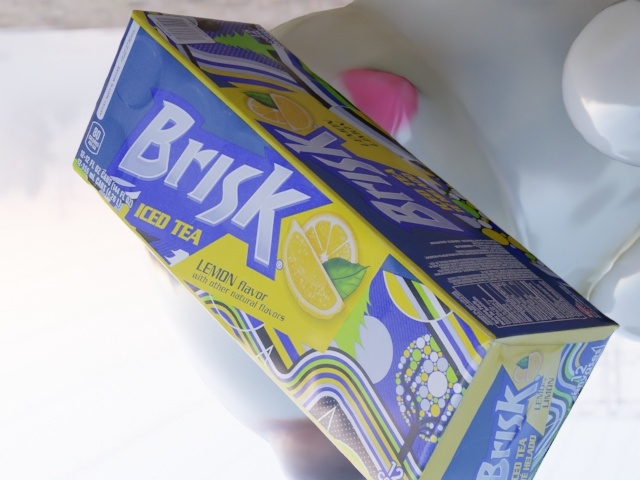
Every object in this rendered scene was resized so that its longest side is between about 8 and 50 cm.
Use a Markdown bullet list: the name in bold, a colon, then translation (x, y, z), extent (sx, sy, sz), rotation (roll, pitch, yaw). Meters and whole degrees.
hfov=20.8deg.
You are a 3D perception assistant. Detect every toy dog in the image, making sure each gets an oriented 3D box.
- **toy dog**: translation (0.105, -0.058, 0.831), extent (0.408, 0.284, 0.395), rotation (-25, 167, -17)

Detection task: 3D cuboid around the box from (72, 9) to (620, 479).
- **box**: translation (0.000, 0.000, 0.495), extent (0.054, 0.059, 0.169), rotation (0, -147, -44)
